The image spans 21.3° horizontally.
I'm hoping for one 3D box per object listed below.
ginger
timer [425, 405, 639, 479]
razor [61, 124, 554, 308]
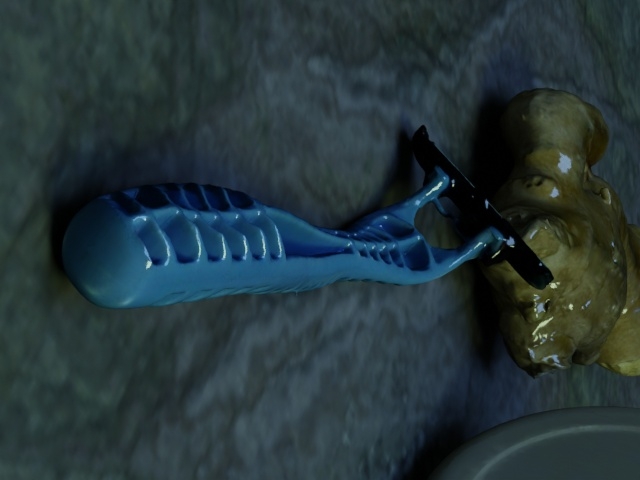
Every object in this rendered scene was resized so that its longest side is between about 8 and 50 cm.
[{"bbox_3d":[0.118,0.017,0.785,0.214,0.059,0.133,59,31,-46],"label":"ginger"},{"bbox_3d":[0.116,0.224,0.703,0.175,0.175,0.266,-49,147,-53],"label":"timer"},{"bbox_3d":[0.000,0.000,0.571,0.082,0.042,0.253,49,22,17],"label":"razor"}]
